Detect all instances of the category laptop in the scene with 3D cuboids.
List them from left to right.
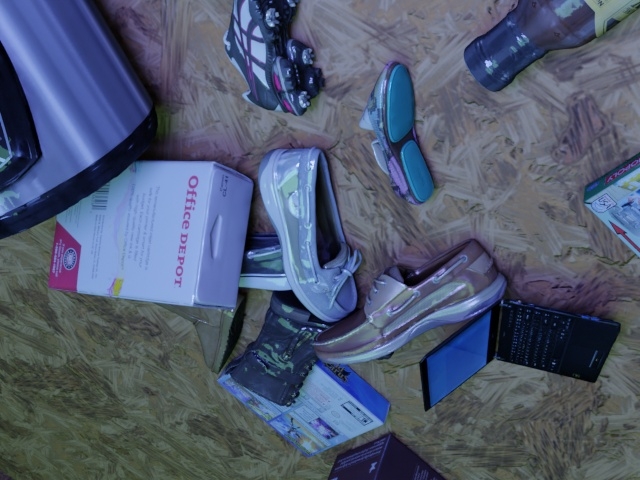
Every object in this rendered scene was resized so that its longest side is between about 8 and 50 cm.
[{"bbox_3d":[0.304,0.203,1.137,0.264,0.137,0.234,12,152,17],"label":"laptop"}]

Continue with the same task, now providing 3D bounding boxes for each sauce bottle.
[{"bbox_3d":[0.305,-0.289,0.793,0.111,0.111,0.344,43,134,-13],"label":"sauce bottle"}]

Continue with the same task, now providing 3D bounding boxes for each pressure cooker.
[{"bbox_3d":[-0.480,-0.250,1.014,0.375,0.370,0.420,3,129,44],"label":"pressure cooker"}]

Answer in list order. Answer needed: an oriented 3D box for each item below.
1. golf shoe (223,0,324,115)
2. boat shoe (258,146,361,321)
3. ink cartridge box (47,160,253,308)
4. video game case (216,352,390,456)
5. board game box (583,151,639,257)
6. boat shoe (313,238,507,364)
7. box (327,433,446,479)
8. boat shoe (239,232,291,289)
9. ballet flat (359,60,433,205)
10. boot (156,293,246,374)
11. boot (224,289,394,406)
[{"bbox_3d":[-0.089,-0.292,0.979,0.120,0.105,0.273,7,130,29],"label":"golf shoe"},{"bbox_3d":[0.001,-0.002,1.170,0.103,0.118,0.320,-2,120,32],"label":"boat shoe"},{"bbox_3d":[-0.282,-0.011,1.197,0.306,0.131,0.226,5,84,25],"label":"ink cartridge box"},{"bbox_3d":[-0.037,0.309,1.480,0.269,0.061,0.244,43,130,-13],"label":"video game case"},{"bbox_3d":[0.538,-0.013,0.956,0.317,0.046,0.213,40,133,-11],"label":"board game box"},{"bbox_3d":[0.128,0.094,1.159,0.324,0.123,0.116,-26,102,10],"label":"boat shoe"},{"bbox_3d":[0.205,0.600,1.561,0.381,0.143,0.191,41,133,-14],"label":"box"},{"bbox_3d":[-0.172,0.023,1.273,0.306,0.113,0.105,4,122,19],"label":"boat shoe"},{"bbox_3d":[0.101,-0.148,1.036,0.079,0.077,0.221,13,135,42],"label":"ballet flat"},{"bbox_3d":[-0.286,0.126,1.436,0.269,0.089,0.236,25,130,8],"label":"boot"},{"bbox_3d":[-0.022,0.215,1.327,0.263,0.091,0.229,24,117,-1],"label":"boot"}]
